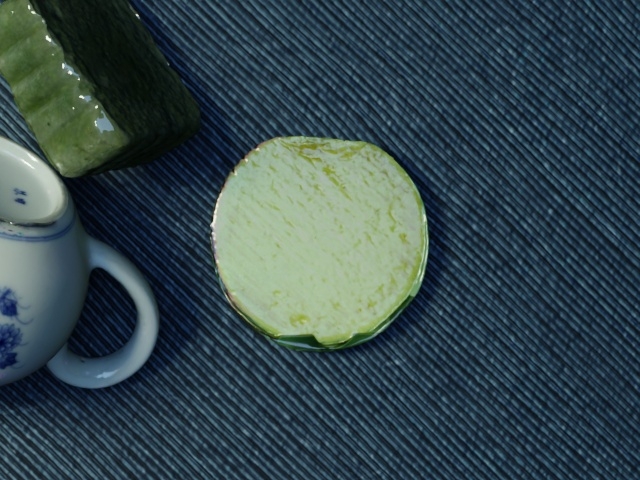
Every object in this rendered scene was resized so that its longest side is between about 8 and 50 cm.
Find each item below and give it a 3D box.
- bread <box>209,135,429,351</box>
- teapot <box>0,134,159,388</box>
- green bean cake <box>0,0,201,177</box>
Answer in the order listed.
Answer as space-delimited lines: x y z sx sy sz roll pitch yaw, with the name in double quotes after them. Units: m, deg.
0.000 0.000 1.422 0.228 0.033 0.228 0 86 -3 "bread"
-0.350 0.045 1.301 0.424 0.252 0.280 17 119 -25 "teapot"
-0.220 -0.157 1.341 0.094 0.183 0.185 -30 89 25 "green bean cake"
